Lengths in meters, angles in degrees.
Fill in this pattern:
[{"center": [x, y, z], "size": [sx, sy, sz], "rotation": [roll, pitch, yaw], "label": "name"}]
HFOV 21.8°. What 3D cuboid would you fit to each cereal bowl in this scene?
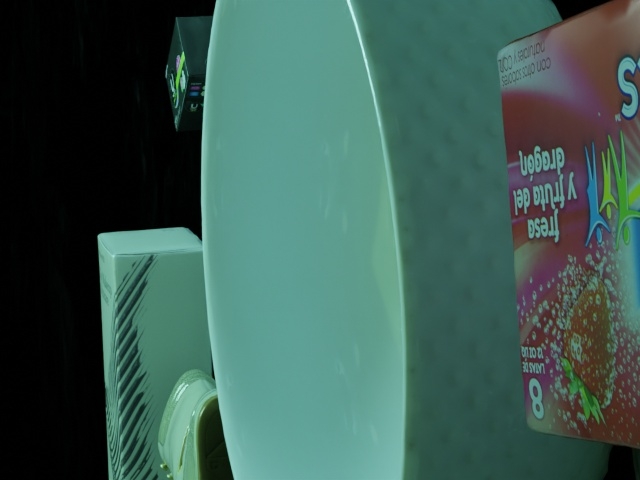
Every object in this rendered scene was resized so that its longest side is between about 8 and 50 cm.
[{"center": [0.047, 0.009, 0.749], "size": [0.339, 0.141, 0.339], "rotation": [175, 90, -75], "label": "cereal bowl"}]

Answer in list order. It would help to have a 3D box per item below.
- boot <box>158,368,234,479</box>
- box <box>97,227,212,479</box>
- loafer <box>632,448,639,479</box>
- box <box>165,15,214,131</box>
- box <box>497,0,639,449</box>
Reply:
[{"center": [-0.098, 0.226, 1.451], "size": [0.165, 0.077, 0.213], "rotation": [-163, 75, -73], "label": "boot"}, {"center": [-0.157, 0.132, 1.600], "size": [0.113, 0.094, 0.275], "rotation": [-146, 53, -72], "label": "box"}, {"center": [0.165, 0.107, 0.489], "size": [0.223, 0.076, 0.078], "rotation": [-119, 34, -47], "label": "loafer"}, {"center": [-0.096, -0.139, 1.388], "size": [0.083, 0.052, 0.062], "rotation": [109, 152, -58], "label": "box"}, {"center": [0.149, -0.010, 0.400], "size": [0.257, 0.128, 0.122], "rotation": [170, 95, -74], "label": "box"}]
